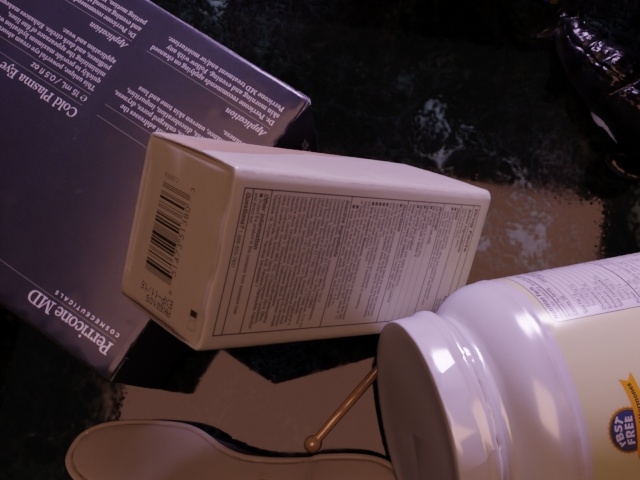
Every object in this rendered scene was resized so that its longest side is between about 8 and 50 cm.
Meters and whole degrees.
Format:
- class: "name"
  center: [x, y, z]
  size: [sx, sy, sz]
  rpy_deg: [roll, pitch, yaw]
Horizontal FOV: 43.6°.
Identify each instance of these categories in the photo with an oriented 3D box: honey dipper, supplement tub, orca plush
- class: "honey dipper"
  center: [0.040, 0.157, 0.825]
  size: [0.030, 0.030, 0.160]
  rpy_deg: [41, 84, 10]
- class: "supplement tub"
  center: [0.232, 0.137, 0.690]
  size: [0.325, 0.235, 0.235]
  rpy_deg: [-10, 77, -12]
- class: "orca plush"
  center: [0.356, -0.167, 0.846]
  size: [0.151, 0.102, 0.287]
  rpy_deg: [-27, 77, -3]

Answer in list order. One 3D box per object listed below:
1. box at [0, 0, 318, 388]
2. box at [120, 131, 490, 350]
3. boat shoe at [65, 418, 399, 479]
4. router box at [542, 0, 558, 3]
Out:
- class: "box"
  center: [-0.229, -0.074, 0.814]
  size: [0.343, 0.179, 0.312]
  rpy_deg: [34, 80, 10]
- class: "box"
  center: [0.000, 0.000, 0.706]
  size: [0.121, 0.311, 0.147]
  rpy_deg: [26, 106, 43]
- class: "boat shoe"
  center: [-0.082, 0.254, 0.775]
  size: [0.335, 0.095, 0.112]
  rpy_deg: [6, 38, 8]
- class: "router box"
  center: [0.191, -0.449, 0.929]
  size: [0.243, 0.081, 0.308]
  rpy_deg: [12, 78, 5]
